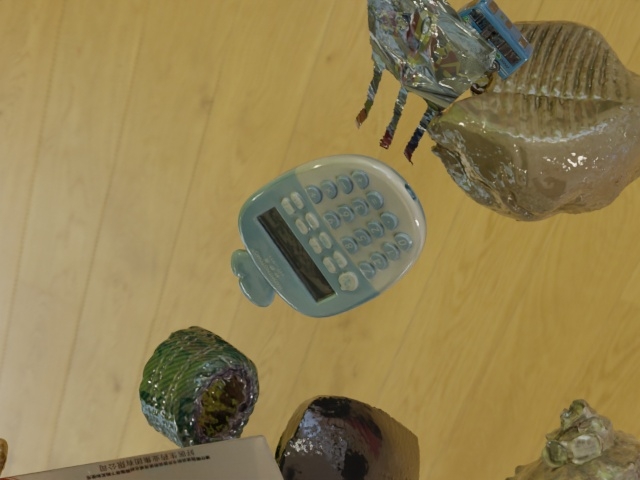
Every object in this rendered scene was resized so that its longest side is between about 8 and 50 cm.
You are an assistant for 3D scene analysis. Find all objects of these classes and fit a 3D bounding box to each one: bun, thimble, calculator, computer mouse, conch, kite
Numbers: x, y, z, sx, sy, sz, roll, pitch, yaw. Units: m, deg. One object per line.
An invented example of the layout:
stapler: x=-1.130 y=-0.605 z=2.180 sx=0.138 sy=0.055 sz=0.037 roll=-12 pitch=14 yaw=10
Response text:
bun: x=0.277 y=-0.131 z=1.411 sx=0.282 sy=0.281 sz=0.204 roll=12 pitch=142 yaw=15
thimble: x=-0.138 y=0.174 z=1.322 sx=0.090 sy=0.119 sz=0.135 roll=30 pitch=116 yaw=40
calculator: x=0.000 y=0.000 z=1.402 sx=0.303 sy=0.042 sz=0.188 roll=-27 pitch=103 yaw=42
computer mouse: x=0.054 y=0.290 z=1.433 sx=0.087 sy=0.168 sz=0.295 roll=-1 pitch=159 yaw=40
conch: x=0.283 y=0.308 z=1.295 sx=0.159 sy=0.210 sz=0.291 roll=6 pitch=107 yaw=8
kite: x=0.083 y=-0.154 z=1.103 sx=0.141 sy=0.015 sz=0.245 roll=40 pitch=154 yaw=12

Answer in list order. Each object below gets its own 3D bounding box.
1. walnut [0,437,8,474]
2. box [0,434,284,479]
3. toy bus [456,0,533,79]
walnut: x=-0.454 y=0.286 z=1.364 sx=0.170 sy=0.143 sz=0.069 roll=-31 pitch=66 yaw=19
box: x=-0.190 y=0.318 z=1.156 sx=0.353 sy=0.214 sz=0.069 roll=-7 pitch=131 yaw=-21
toy bus: x=0.174 y=-0.207 z=1.166 sx=0.083 sy=0.038 sz=0.046 roll=48 pitch=125 yaw=-8
